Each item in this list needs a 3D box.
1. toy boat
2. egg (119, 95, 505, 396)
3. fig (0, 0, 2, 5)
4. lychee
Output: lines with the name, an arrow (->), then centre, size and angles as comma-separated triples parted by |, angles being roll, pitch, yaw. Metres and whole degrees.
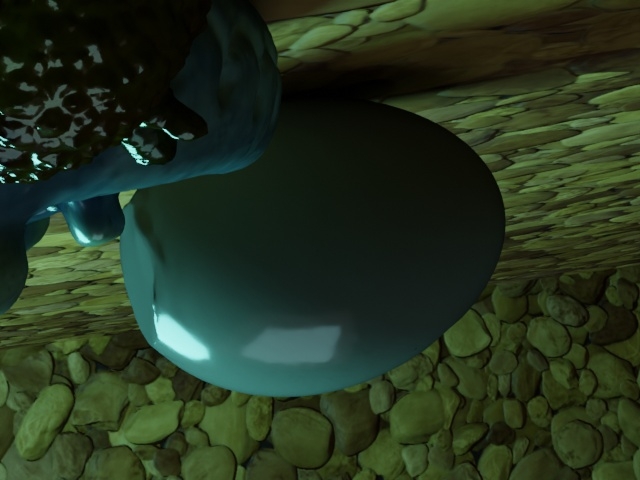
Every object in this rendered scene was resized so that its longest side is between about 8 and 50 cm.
toy boat -> -0.116, -0.025, 0.723 | 0.215, 0.123, 0.330 | -20, 174, 5
egg -> 0.000, 0.000, 1.033 | 0.232, 0.176, 0.176 | -17, 176, -17
fig -> -0.125, -0.081, 0.377 | 0.128, 0.128, 0.150 | -8, 174, -12
lychee -> -0.090, -0.072, 0.516 | 0.146, 0.114, 0.114 | 41, 147, -24
